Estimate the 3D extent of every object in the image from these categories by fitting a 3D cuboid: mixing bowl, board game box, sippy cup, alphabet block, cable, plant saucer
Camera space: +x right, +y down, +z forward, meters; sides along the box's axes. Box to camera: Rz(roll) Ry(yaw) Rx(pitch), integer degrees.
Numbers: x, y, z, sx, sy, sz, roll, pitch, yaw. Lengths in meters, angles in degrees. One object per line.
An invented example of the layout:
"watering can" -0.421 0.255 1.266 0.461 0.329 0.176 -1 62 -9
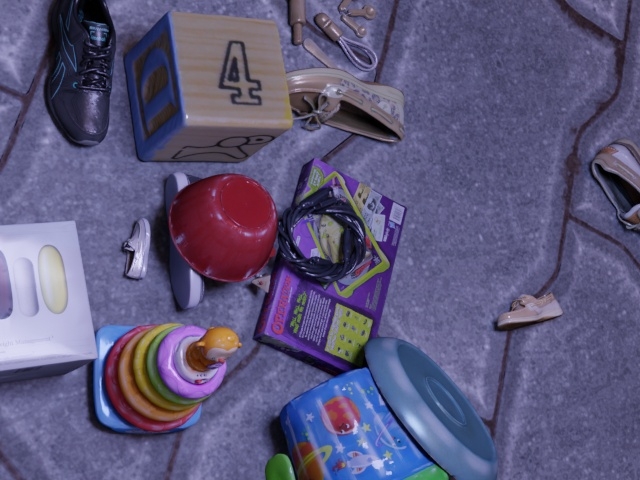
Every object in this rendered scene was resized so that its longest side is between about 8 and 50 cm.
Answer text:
"mixing bowl" -0.135 -0.036 1.801 0.181 0.098 0.181 15 57 -25
"board game box" 0.023 0.051 1.994 0.208 0.056 0.346 30 60 -25
"sippy cup" 0.051 0.332 1.821 0.240 0.305 0.224 -28 76 5
"alphabet block" -0.184 -0.244 1.876 0.197 0.192 0.193 -1 77 -33
"cable" 0.000 0.000 1.944 0.184 0.047 0.150 -37 101 -43
"plant saucer" 0.194 0.275 1.903 0.317 0.044 0.317 45 15 -15

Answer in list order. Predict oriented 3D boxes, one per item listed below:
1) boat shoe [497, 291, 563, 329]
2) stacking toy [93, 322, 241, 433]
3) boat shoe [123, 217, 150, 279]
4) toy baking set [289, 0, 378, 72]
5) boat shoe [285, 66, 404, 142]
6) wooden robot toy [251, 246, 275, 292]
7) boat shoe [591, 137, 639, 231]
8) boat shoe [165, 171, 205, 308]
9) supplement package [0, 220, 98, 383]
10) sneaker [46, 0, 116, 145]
"boat shoe" 0.391 0.131 2.192 0.170 0.063 0.059 -6 75 -43
"stacking toy" -0.196 0.177 1.654 0.175 0.302 0.165 6 71 -32
"boat shoe" -0.292 0.011 1.816 0.035 0.035 0.100 12 74 -32
"toy baking set" 0.026 -0.405 2.159 0.197 0.030 0.256 14 67 -28
"boat shoe" 0.038 -0.241 2.066 0.285 0.104 0.089 6 68 -31
"wooden robot toy" -0.121 0.002 1.908 0.079 0.076 0.173 6 70 -19
"boat shoe" 0.672 -0.065 2.410 0.103 0.113 0.302 -30 80 -34
"boat shoe" -0.200 -0.001 1.856 0.076 0.080 0.228 3 65 -30
"supplement package" -0.442 0.092 1.622 0.194 0.149 0.203 -5 78 -33
"sneaker" -0.374 -0.283 1.821 0.101 0.106 0.267 -1 76 -34
